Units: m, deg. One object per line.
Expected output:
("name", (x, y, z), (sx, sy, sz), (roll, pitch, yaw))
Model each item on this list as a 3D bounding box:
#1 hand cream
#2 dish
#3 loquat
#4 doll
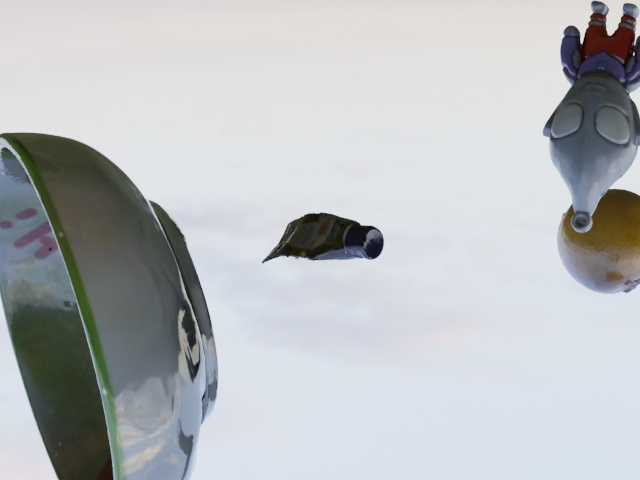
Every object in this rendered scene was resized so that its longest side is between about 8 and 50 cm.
("hand cream", (0.000, 0.000, 1.715), (0.163, 0.062, 0.039), (1, 143, 48))
("dish", (-0.152, 0.064, 1.251), (0.124, 0.324, 0.324), (-15, -165, -20))
("loquat", (0.362, 0.001, 2.029), (0.141, 0.141, 0.141), (0, -170, 0))
("doll", (0.270, -0.120, 1.583), (0.102, 0.227, 0.075), (10, 174, 25))
